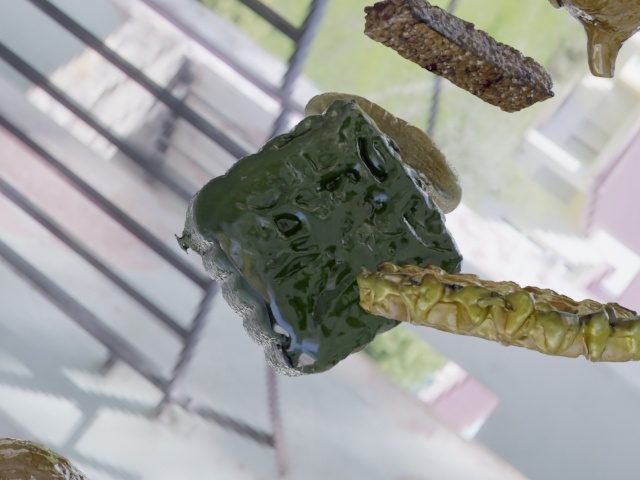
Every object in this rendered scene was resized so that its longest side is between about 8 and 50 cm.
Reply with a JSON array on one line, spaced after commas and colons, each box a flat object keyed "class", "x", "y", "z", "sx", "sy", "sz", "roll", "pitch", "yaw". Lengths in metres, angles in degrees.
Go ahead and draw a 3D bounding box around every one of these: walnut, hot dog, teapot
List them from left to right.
[{"class": "walnut", "x": -0.308, "y": 0.268, "z": 1.643, "sx": 0.238, "sy": 0.204, "sz": 0.141, "roll": -44, "pitch": -159, "yaw": 49}, {"class": "hot dog", "x": 0.091, "y": -0.126, "z": 2.211, "sx": 0.073, "sy": 0.242, "sz": 0.084, "roll": -57, "pitch": 175, "yaw": -15}, {"class": "teapot", "x": 0.266, "y": -0.319, "z": 1.705, "sx": 0.167, "sy": 0.311, "sz": 0.203, "roll": -17, "pitch": -176, "yaw": 16}]

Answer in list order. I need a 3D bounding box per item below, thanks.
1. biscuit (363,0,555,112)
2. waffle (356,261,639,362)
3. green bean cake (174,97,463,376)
[{"class": "biscuit", "x": 0.127, "y": -0.171, "z": 1.518, "sx": 0.064, "sy": 0.199, "sz": 0.034, "roll": -21, "pitch": -127, "yaw": 44}, {"class": "waffle", "x": 0.199, "y": 0.073, "z": 1.661, "sx": 0.329, "sy": 0.329, "sz": 0.062, "roll": 2, "pitch": 99, "yaw": -77}, {"class": "green bean cake", "x": 0.000, "y": 0.000, "z": 1.864, "sx": 0.247, "sy": 0.250, "sz": 0.156, "roll": -33, "pitch": -179, "yaw": -16}]
